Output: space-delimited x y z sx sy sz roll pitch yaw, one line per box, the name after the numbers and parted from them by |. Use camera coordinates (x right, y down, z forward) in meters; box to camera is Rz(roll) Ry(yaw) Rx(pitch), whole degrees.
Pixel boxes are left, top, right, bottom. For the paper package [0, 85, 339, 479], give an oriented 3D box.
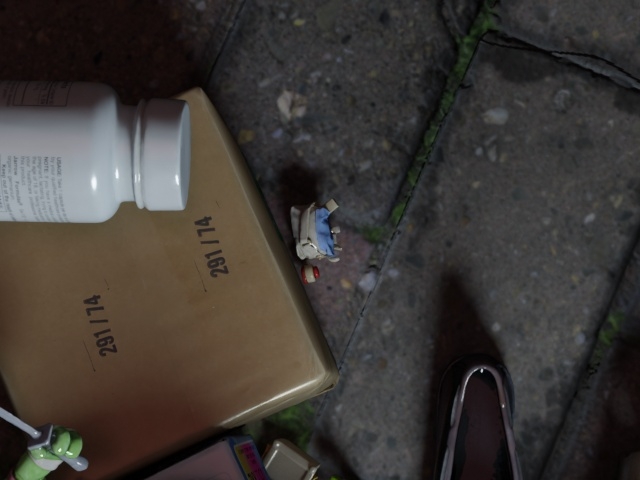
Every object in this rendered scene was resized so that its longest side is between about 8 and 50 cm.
-0.179 0.060 1.559 0.309 0.168 0.325 -25 82 -3 | paper package

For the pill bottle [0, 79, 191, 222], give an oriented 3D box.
-0.238 -0.081 1.429 0.229 0.131 0.131 1 82 1 | pill bottle

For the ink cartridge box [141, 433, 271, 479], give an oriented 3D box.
-0.111 0.422 1.504 0.270 0.151 0.396 -27 81 6 | ink cartridge box

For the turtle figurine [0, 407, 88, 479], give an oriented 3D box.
-0.220 0.270 1.341 0.266 0.275 0.198 4 53 -13 | turtle figurine

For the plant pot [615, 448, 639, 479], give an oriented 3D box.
0.350 0.295 1.527 0.167 0.167 0.165 5 74 2 | plant pot

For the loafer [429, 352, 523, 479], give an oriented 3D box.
0.155 0.262 1.559 0.109 0.095 0.303 -1 82 1 | loafer

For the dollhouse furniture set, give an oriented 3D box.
-0.001 0.271 1.599 0.151 0.058 0.076 32 92 24 | dollhouse furniture set

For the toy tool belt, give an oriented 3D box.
0.000 0.000 1.621 0.051 0.052 0.083 -11 83 8 | toy tool belt
